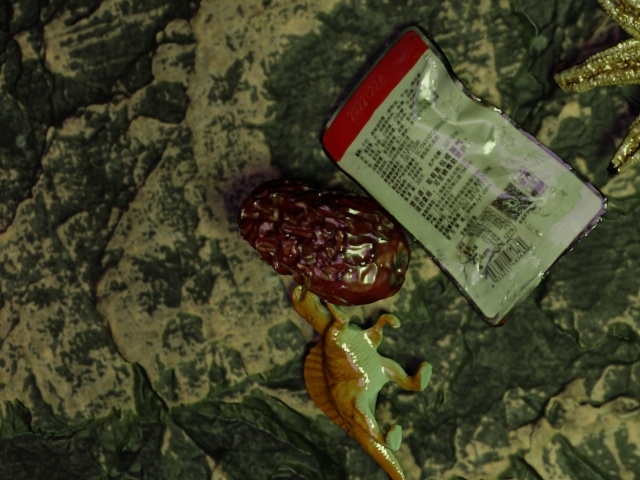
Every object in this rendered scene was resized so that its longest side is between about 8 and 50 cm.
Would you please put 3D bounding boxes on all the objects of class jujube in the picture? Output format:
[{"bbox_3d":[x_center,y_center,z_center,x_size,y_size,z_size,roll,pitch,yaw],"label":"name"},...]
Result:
[{"bbox_3d":[-0.002,0.000,1.226,0.166,0.104,0.104,18,108,24],"label":"jujube"}]

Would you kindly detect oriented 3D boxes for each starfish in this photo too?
[{"bbox_3d":[0.288,-0.150,1.091,0.213,0.057,0.238,41,119,4],"label":"starfish"}]

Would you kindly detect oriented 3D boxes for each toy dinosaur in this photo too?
[{"bbox_3d":[0.024,0.138,1.276,0.142,0.057,0.212,16,106,34],"label":"toy dinosaur"}]

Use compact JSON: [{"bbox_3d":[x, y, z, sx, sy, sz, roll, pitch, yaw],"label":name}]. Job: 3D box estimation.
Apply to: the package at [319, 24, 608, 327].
[{"bbox_3d":[0.115,-0.057,1.204,0.239,0.030,0.154,45,116,11],"label":"package"}]
